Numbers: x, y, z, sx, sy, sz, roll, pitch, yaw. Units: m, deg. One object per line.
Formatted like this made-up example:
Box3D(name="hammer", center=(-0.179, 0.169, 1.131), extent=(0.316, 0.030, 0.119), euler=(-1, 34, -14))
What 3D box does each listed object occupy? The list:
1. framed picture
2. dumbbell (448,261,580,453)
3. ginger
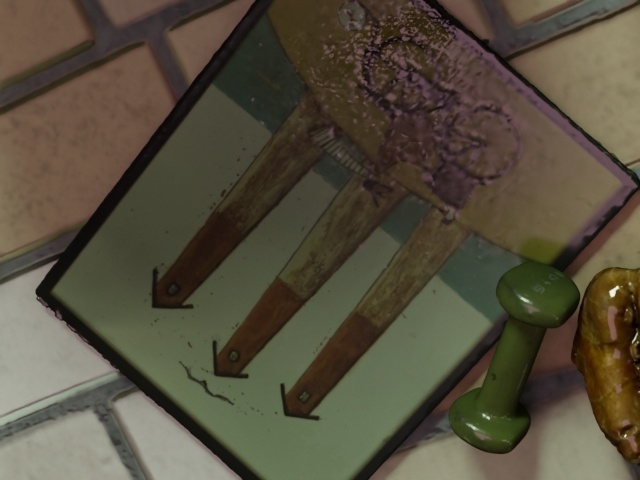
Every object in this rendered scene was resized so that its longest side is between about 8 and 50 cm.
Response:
Box3D(name="framed picture", center=(0.000, 0.000, 1.123), extent=(0.244, 0.013, 0.324), euler=(41, 113, 3))
Box3D(name="dumbbell", center=(0.113, 0.069, 1.077), extent=(0.046, 0.052, 0.118), euler=(32, 124, 22))
Box3D(name="ginger", center=(0.199, 0.081, 1.051), extent=(0.103, 0.073, 0.162), euler=(-20, 100, 22))
